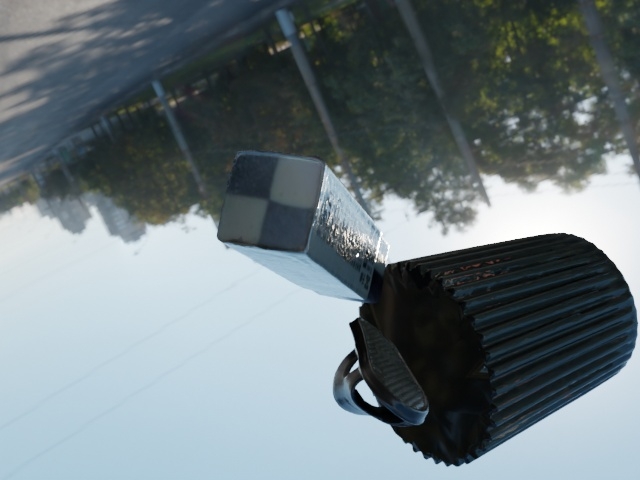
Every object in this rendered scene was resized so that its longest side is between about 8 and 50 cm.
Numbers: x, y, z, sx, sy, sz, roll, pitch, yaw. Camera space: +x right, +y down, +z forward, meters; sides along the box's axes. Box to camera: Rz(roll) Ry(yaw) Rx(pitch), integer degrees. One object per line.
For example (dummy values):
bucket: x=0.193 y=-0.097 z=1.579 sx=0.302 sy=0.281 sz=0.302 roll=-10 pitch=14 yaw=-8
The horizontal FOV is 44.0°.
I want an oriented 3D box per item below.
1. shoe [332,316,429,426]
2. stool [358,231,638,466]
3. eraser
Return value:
shoe: x=0.038 y=0.108 z=0.603 sx=0.053 sy=0.062 sz=0.159 roll=-47 pitch=-167 yaw=10
stool: x=0.271 y=0.140 z=1.183 sx=0.330 sy=0.297 sz=0.297 roll=-13 pitch=-175 yaw=-31
eraser: x=0.000 y=0.000 z=0.913 sx=0.096 sy=0.098 sz=0.404 roll=9 pitch=171 yaw=15
